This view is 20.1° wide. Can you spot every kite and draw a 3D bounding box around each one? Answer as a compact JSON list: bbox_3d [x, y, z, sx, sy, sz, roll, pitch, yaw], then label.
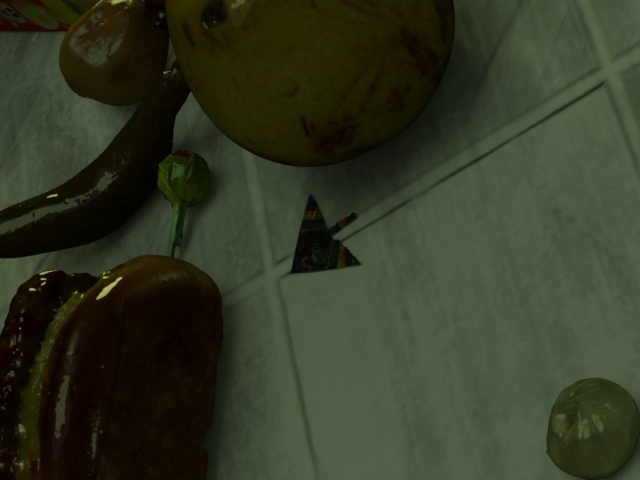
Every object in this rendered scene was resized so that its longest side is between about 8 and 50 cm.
[{"bbox_3d":[0.000,0.000,1.793,0.090,0.004,0.122,-42,45,14],"label":"kite"}]

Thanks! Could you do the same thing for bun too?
[{"bbox_3d":[0.219,0.150,1.477,0.086,0.055,0.086,-22,51,30],"label":"bun"}]

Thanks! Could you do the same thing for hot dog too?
[{"bbox_3d":[-0.225,0.187,1.710,0.185,0.223,0.405,-11,60,31],"label":"hot dog"}]

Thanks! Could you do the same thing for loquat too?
[{"bbox_3d":[-0.234,-0.220,2.052,0.137,0.113,0.137,-29,45,34],"label":"loquat"}]

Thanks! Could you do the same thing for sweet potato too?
[{"bbox_3d":[-0.234,-0.067,1.961,0.346,0.108,0.079,-41,57,14],"label":"sweet potato"}]

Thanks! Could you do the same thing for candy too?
[{"bbox_3d":[-0.156,-0.003,1.903,0.062,0.058,0.194,-6,69,47],"label":"candy"},{"bbox_3d":[-0.365,-0.343,2.260,0.276,0.088,0.146,8,69,42],"label":"candy"}]

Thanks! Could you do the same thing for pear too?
[{"bbox_3d":[-0.010,-0.208,1.749,0.280,0.280,0.281,-21,52,30],"label":"pear"}]

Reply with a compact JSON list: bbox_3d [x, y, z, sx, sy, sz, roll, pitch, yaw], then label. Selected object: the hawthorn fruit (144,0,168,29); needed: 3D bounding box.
[{"bbox_3d":[-0.135,-0.318,1.999,0.169,0.169,0.188,10,68,43],"label":"hawthorn fruit"}]
